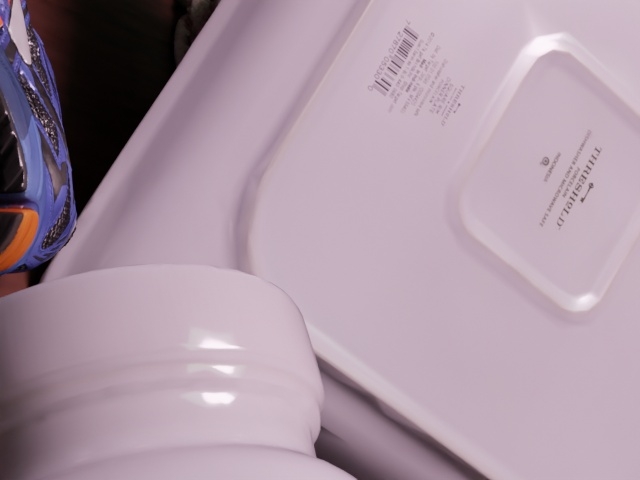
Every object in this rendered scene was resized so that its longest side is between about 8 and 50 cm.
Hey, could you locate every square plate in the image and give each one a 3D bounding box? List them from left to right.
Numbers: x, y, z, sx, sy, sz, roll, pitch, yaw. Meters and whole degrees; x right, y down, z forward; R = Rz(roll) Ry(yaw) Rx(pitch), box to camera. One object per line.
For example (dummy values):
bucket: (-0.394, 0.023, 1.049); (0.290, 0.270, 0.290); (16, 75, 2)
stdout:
square plate: (0.098, -0.025, 0.773); (0.344, 0.049, 0.347); (37, 76, -28)

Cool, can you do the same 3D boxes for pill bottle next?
pill bottle: (-0.038, 0.158, 0.491); (0.162, 0.162, 0.278); (29, 41, -53)

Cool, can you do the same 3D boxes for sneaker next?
sneaker: (-0.148, -0.082, 0.644); (0.087, 0.083, 0.221); (35, 39, -72)

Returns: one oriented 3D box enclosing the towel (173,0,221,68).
towel: (0.000, 0.000, 0.884); (0.187, 0.049, 0.282); (38, 34, -44)
